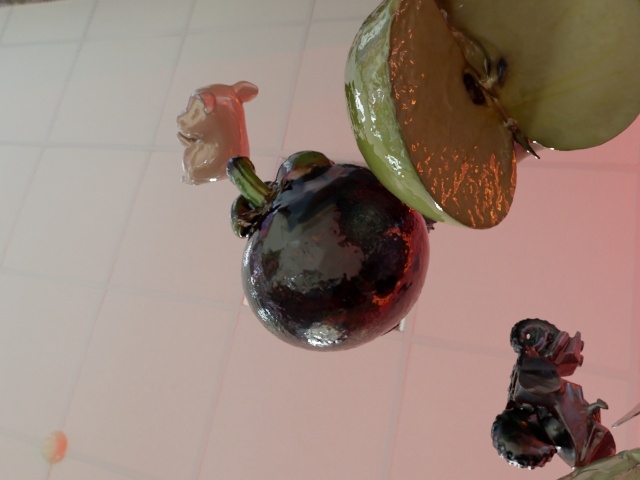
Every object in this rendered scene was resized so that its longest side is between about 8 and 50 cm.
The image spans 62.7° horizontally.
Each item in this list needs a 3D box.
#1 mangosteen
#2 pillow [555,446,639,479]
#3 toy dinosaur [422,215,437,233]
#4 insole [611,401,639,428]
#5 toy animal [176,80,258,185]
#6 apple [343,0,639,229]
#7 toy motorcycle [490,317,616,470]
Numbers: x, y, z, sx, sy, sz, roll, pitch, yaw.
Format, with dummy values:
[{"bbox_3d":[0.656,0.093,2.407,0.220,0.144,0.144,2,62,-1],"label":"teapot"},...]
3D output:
[{"bbox_3d":[0.000,0.000,0.818,0.306,0.306,0.359,-36,-75,6],"label":"mangosteen"},{"bbox_3d":[0.118,0.279,0.424,0.281,0.274,0.076,-15,-132,-14],"label":"pillow"},{"bbox_3d":[0.198,-0.034,1.033,0.049,0.154,0.055,-25,-125,-33],"label":"toy dinosaur"},{"bbox_3d":[0.502,0.251,0.811,0.004,0.197,0.065,59,-42,25],"label":"insole"},{"bbox_3d":[-0.278,-0.276,1.367,0.213,0.256,0.195,12,-148,33],"label":"toy animal"},{"bbox_3d":[0.165,-0.176,0.577,0.295,0.233,0.258,-41,-74,5],"label":"apple"},{"bbox_3d":[0.269,0.171,0.598,0.122,0.082,0.213,18,-139,15],"label":"toy motorcycle"}]
